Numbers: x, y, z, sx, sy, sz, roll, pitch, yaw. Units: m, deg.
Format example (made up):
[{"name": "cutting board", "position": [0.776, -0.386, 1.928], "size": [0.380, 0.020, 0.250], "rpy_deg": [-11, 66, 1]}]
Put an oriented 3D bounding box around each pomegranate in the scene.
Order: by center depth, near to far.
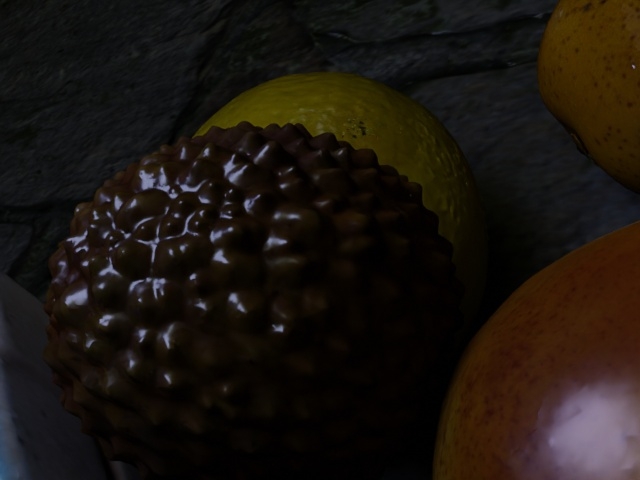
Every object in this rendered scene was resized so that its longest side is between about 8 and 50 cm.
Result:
[{"name": "pomegranate", "position": [0.180, 0.108, 0.484], "size": [0.264, 0.264, 0.264], "rpy_deg": [-26, 40, 24]}]

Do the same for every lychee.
[{"name": "lychee", "position": [-0.023, 0.039, 0.544], "size": [0.200, 0.238, 0.200], "rpy_deg": [-19, 64, 43]}]

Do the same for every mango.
[{"name": "mango", "position": [0.274, -0.113, 0.682], "size": [0.290, 0.160, 0.191], "rpy_deg": [-7, 43, 28]}]

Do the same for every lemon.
[{"name": "lemon", "position": [0.000, 0.002, 0.763], "size": [0.236, 0.236, 0.263], "rpy_deg": [-29, 54, 20]}]

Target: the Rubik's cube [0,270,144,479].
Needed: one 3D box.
[{"name": "Rubik's cube", "position": [-0.165, 0.264, 0.593], "size": [0.322, 0.319, 0.316], "rpy_deg": [-41, 35, 3]}]
